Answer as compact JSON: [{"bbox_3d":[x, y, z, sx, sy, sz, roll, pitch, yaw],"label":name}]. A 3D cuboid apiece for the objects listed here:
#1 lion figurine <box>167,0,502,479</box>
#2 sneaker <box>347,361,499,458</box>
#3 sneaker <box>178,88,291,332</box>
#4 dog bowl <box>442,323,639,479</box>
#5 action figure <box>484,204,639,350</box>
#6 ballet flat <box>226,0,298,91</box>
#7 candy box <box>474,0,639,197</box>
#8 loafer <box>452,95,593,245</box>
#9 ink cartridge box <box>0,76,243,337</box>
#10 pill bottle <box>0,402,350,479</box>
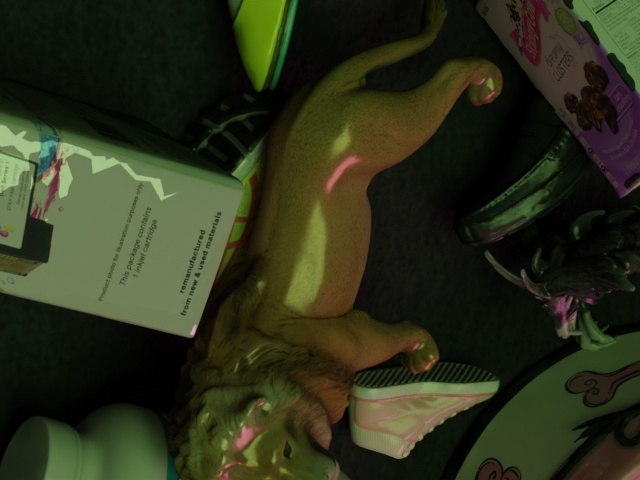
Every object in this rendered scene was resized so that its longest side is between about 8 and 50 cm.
[{"bbox_3d":[0.000,0.000,1.304,0.240,0.142,0.392,2,96,-53],"label":"lion figurine"},{"bbox_3d":[0.083,0.142,1.482,0.134,0.051,0.070,-4,109,-21],"label":"sneaker"},{"bbox_3d":[-0.074,-0.020,1.350,0.094,0.081,0.208,30,97,-37],"label":"sneaker"},{"bbox_3d":[0.300,0.288,1.573,0.408,0.150,0.408,-7,109,-22],"label":"dog bowl"},{"bbox_3d":[0.265,0.033,1.475,0.275,0.164,0.141,-14,106,-27],"label":"action figure"},{"bbox_3d":[-0.037,-0.227,1.307,0.077,0.077,0.231,17,96,-7],"label":"ballet flat"},{"bbox_3d":[0.211,-0.146,1.343,0.070,0.165,0.196,-35,82,-11],"label":"candy box"},{"bbox_3d":[0.188,-0.082,1.453,0.223,0.076,0.078,-40,106,-9],"label":"loafer"},{"bbox_3d":[-0.222,-0.044,1.193,0.278,0.201,0.117,16,98,-28],"label":"ink cartridge box"},{"bbox_3d":[-0.110,0.210,1.357,0.264,0.146,0.146,19,97,-28],"label":"pill bottle"}]
